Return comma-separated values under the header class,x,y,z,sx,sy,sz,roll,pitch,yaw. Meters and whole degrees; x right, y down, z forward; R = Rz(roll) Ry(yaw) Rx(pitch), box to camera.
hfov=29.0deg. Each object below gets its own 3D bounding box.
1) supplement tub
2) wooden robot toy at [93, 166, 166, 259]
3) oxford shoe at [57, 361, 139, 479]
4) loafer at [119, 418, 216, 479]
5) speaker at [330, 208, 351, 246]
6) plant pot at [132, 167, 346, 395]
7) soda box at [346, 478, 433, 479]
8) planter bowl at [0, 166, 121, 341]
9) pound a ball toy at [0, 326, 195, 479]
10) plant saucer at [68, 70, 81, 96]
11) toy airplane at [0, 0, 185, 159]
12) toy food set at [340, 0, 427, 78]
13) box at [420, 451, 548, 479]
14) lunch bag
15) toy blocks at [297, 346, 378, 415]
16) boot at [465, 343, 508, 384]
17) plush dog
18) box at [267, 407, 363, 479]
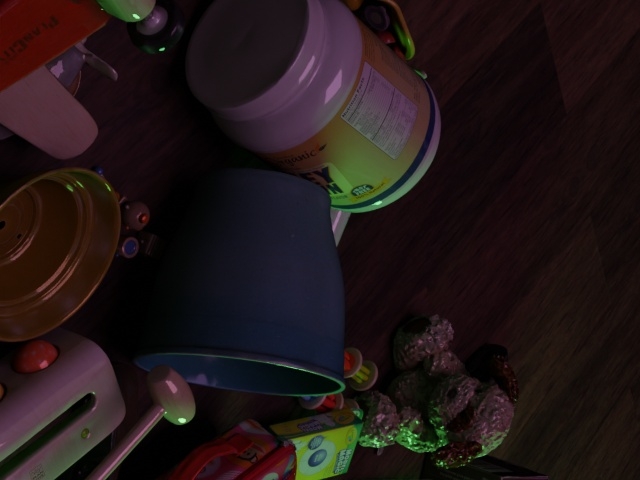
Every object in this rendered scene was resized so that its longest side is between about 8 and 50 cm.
class,x,y,z,sx,sy,sz,roll,pitch,yaw
supplement tub,-0.007,-0.192,1.634,0.316,0.228,0.228,33,75,-49
wooden robot toy,-0.240,-0.021,1.524,0.076,0.079,0.173,-58,137,-22
oxford shoe,-0.270,0.266,1.573,0.096,0.083,0.227,5,101,-61
loafer,-0.209,0.308,1.683,0.170,0.062,0.061,-36,148,-34
speaker,0.000,0.000,1.834,0.055,0.055,0.136,34,75,-49
plant pot,-0.091,0.052,1.602,0.272,0.272,0.255,26,65,-50
soda box,0.135,0.445,2.089,0.216,0.074,0.069,10,93,-43
planter bowl,-0.335,-0.001,1.392,0.217,0.090,0.217,-37,143,-35
pound a ball toy,-0.325,0.207,1.389,0.319,0.208,0.135,-39,128,-36
plant saucer,-0.315,-0.193,1.435,0.083,0.015,0.083,-17,113,-46
toy airplane,-0.356,-0.226,1.226,0.384,0.272,0.386,-9,142,-35
toy food set,0.069,-0.300,1.789,0.071,0.128,0.218,-40,137,-9
box,0.278,0.494,2.218,0.167,0.168,0.203,12,92,-50
lunch bag,-0.158,0.370,1.653,0.293,0.120,0.258,-32,143,-43
toy blocks,0.017,0.214,1.918,0.148,0.054,0.123,40,70,-47
boot,0.284,0.295,2.248,0.198,0.077,0.137,-33,129,-39
plush dog,0.207,0.281,2.025,0.262,0.225,0.210,-54,135,-26
box,-0.008,0.317,1.883,0.179,0.043,0.105,-8,126,-39
